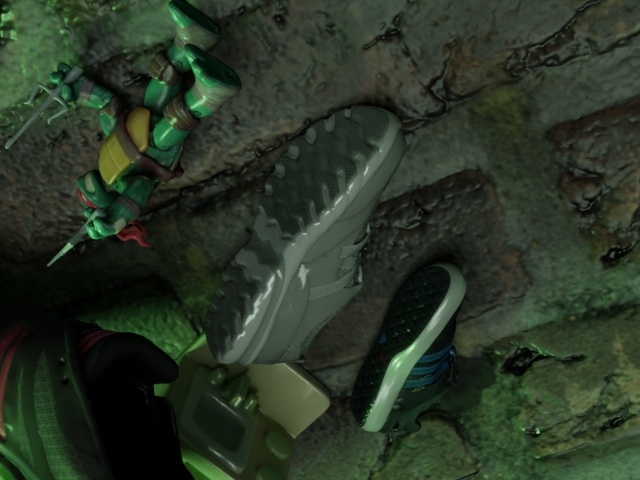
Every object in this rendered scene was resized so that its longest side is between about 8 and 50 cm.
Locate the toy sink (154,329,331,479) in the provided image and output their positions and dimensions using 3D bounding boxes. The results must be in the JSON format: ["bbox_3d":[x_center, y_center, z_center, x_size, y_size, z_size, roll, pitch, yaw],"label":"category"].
[{"bbox_3d":[-0.120,0.217,0.984,0.153,0.131,0.234,40,114,-14],"label":"toy sink"}]

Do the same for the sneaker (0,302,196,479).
[{"bbox_3d":[-0.236,0.135,0.871,0.483,0.185,0.202,42,99,21],"label":"sneaker"}]

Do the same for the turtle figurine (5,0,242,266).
[{"bbox_3d":[-0.170,-0.090,0.849,0.234,0.118,0.175,-44,64,22],"label":"turtle figurine"}]

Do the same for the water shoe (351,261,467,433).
[{"bbox_3d":[0.100,0.105,0.948,0.080,0.073,0.203,13,124,-24],"label":"water shoe"}]

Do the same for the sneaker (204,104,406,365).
[{"bbox_3d":[0.000,0.000,0.898,0.115,0.105,0.281,16,120,-35],"label":"sneaker"}]
